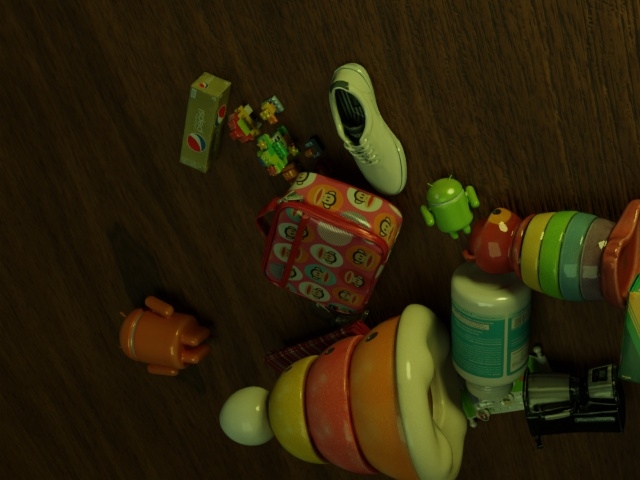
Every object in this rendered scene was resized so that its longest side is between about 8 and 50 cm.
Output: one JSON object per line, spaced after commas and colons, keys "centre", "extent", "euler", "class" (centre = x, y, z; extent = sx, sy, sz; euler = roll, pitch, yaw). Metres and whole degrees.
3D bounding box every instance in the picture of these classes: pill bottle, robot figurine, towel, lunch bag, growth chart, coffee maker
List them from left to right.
{"centre": [-0.356, 0.216, 2.268], "extent": [0.219, 0.128, 0.158], "euler": [8, 148, 20], "class": "robot figurine"}
{"centre": [0.000, 0.000, 1.900], "extent": [0.258, 0.120, 0.293], "euler": [24, 146, 3], "class": "lunch bag"}
{"centre": [0.039, 0.260, 2.139], "extent": [0.274, 0.031, 0.199], "euler": [-23, 128, 38], "class": "towel"}
{"centre": [0.230, -0.061, 1.805], "extent": [0.101, 0.067, 0.115], "euler": [-21, 115, 7], "class": "robot figurine"}
{"centre": [0.316, 0.170, 1.882], "extent": [0.146, 0.146, 0.264], "euler": [10, 127, 20], "class": "pill bottle"}
{"centre": [0.365, 0.289, 2.031], "extent": [0.237, 0.021, 0.172], "euler": [-20, 112, 35], "class": "growth chart"}
{"centre": [0.486, 0.313, 1.924], "extent": [0.178, 0.120, 0.171], "euler": [-5, 143, 21], "class": "coffee maker"}

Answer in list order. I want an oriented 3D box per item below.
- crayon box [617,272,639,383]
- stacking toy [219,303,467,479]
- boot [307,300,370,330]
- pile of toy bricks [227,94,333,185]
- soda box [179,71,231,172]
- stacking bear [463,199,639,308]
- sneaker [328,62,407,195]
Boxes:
{"centre": [0.628, 0.163, 1.611], "extent": [0.278, 0.081, 0.165], "euler": [11, 117, 25], "class": "crayon box"}
{"centre": [0.019, 0.324, 1.956], "extent": [0.479, 0.351, 0.351], "euler": [-10, 120, 18], "class": "stacking toy"}
{"centre": [0.034, 0.145, 2.082], "extent": [0.114, 0.037, 0.106], "euler": [39, 130, 2], "class": "boot"}
{"centre": [-0.077, -0.159, 1.860], "extent": [0.118, 0.105, 0.212], "euler": [-23, 112, 37], "class": "pile of toy bricks"}
{"centre": [-0.218, -0.221, 1.914], "extent": [0.058, 0.061, 0.181], "euler": [24, 131, 9], "class": "soda box"}
{"centre": [0.391, 0.016, 1.731], "extent": [0.289, 0.175, 0.164], "euler": [10, 132, 31], "class": "stacking bear"}
{"centre": [0.073, -0.179, 1.779], "extent": [0.094, 0.091, 0.258], "euler": [-11, 118, 32], "class": "sneaker"}
